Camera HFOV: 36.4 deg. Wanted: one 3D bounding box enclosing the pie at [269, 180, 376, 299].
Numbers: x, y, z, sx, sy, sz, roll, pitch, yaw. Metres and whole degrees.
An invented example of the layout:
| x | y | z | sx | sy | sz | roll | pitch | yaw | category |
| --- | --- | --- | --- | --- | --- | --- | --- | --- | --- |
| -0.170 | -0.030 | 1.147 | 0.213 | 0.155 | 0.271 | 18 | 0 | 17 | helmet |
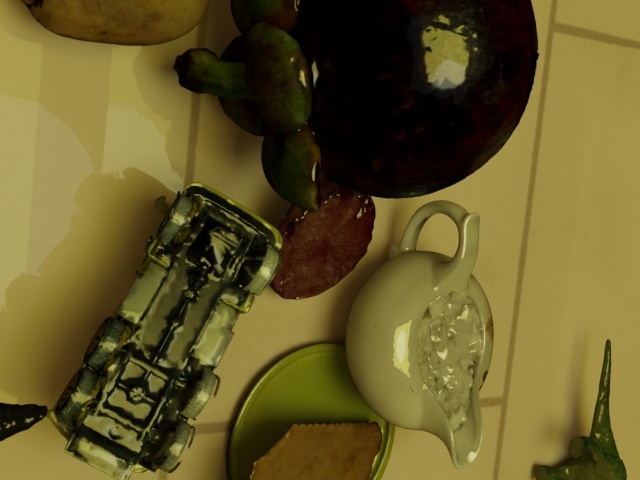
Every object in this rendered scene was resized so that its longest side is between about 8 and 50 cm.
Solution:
| x | y | z | sx | sy | sz | roll | pitch | yaw | category |
| --- | --- | --- | --- | --- | --- | --- | --- | --- | --- |
| 0.000 | 0.000 | 1.052 | 0.154 | 0.036 | 0.154 | -26 | 141 | -24 | pie |

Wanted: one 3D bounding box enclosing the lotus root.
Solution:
| x | y | z | sx | sy | sz | roll | pitch | yaw | category |
| --- | --- | --- | --- | --- | --- | --- | --- | --- | --- |
| -0.166 | -0.243 | 0.886 | 0.220 | 0.118 | 0.125 | -12 | 122 | -29 | lotus root |

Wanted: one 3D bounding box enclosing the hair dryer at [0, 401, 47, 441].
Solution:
| x | y | z | sx | sy | sz | roll | pitch | yaw | category |
| --- | --- | --- | --- | --- | --- | --- | --- | --- | --- |
| -0.376 | 0.184 | 0.740 | 0.352 | 0.107 | 0.189 | -10 | 109 | 0 | hair dryer |

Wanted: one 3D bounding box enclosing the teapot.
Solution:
| x | y | z | sx | sy | sz | roll | pitch | yaw | category |
| --- | --- | --- | --- | --- | --- | --- | --- | --- | --- |
| 0.124 | 0.104 | 1.117 | 0.204 | 0.139 | 0.298 | -8 | 96 | -37 | teapot |

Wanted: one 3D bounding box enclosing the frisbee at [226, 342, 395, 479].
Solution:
| x | y | z | sx | sy | sz | roll | pitch | yaw | category |
| --- | --- | --- | --- | --- | --- | --- | --- | --- | --- |
| -0.008 | 0.233 | 1.132 | 0.236 | 0.017 | 0.236 | -6 | 101 | -33 | frisbee |

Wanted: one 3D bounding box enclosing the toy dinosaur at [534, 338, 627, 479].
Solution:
| x | y | z | sx | sy | sz | roll | pitch | yaw | category |
| --- | --- | --- | --- | --- | --- | --- | --- | --- | --- |
| 0.432 | 0.372 | 1.414 | 0.300 | 0.087 | 0.447 | 12 | 98 | -34 | toy dinosaur |

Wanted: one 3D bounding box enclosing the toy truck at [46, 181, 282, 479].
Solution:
| x | y | z | sx | sy | sz | roll | pitch | yaw | category |
| --- | --- | --- | --- | --- | --- | --- | --- | --- | --- |
| -0.155 | 0.089 | 0.930 | 0.124 | 0.157 | 0.272 | 32 | 72 | -17 | toy truck |

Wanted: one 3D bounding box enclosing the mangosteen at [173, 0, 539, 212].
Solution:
| x | y | z | sx | sy | sz | roll | pitch | yaw | category |
| --- | --- | --- | --- | --- | --- | --- | --- | --- | --- |
| 0.056 | -0.182 | 0.947 | 0.311 | 0.311 | 0.311 | -6 | 102 | -33 | mangosteen |

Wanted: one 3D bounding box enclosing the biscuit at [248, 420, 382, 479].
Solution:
| x | y | z | sx | sy | sz | roll | pitch | yaw | category |
| --- | --- | --- | --- | --- | --- | --- | --- | --- | --- |
| -0.019 | 0.313 | 1.077 | 0.237 | 0.013 | 0.232 | 14 | 91 | -54 | biscuit |
